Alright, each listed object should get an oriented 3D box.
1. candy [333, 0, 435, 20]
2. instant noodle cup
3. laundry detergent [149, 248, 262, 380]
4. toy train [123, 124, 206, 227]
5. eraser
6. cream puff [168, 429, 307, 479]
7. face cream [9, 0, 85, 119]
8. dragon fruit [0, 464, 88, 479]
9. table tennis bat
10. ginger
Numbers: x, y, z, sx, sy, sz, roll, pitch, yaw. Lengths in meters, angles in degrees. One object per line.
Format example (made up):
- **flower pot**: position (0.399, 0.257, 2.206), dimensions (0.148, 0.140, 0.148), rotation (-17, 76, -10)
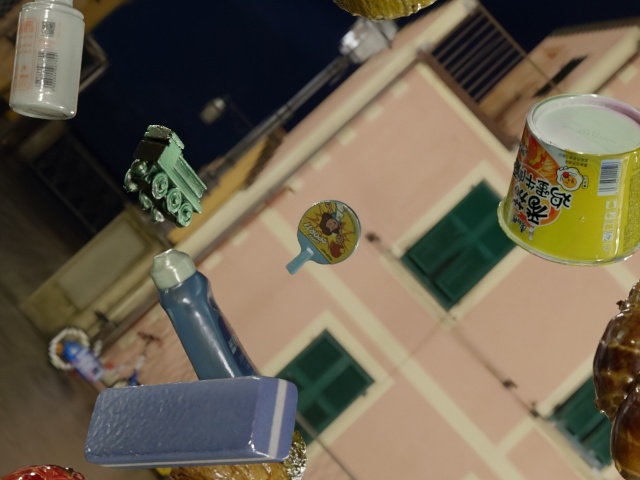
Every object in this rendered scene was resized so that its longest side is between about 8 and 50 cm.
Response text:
- **candy**: position (0.123, -0.494, 1.881), dimensions (0.260, 0.260, 0.118), rotation (42, -15, 40)
- **instant noodle cup**: position (0.430, -0.111, 1.805), dimensions (0.264, 0.264, 0.200), rotation (42, -36, 43)
- **laundry detergent**: position (-0.186, 0.140, 1.762), dimensions (0.143, 0.094, 0.290), rotation (-77, 145, -72)
- **toy train**: position (-0.238, -0.092, 1.709), dimensions (0.071, 0.111, 0.170), rotation (15, -23, 29)
- **eraser**: position (-0.131, 0.181, 1.077), dimensions (0.225, 0.082, 0.036), rotation (-9, -32, 27)
- **cream puff**: position (-0.100, 0.317, 1.545), dimensions (0.183, 0.169, 0.183), rotation (30, -30, 19)
- **face cream**: position (-0.410, -0.315, 1.654), dimensions (0.101, 0.252, 0.101), rotation (4, -6, 0)
- **dragon fruit**: position (-0.518, 0.560, 1.965), dimensions (0.277, 0.277, 0.342), rotation (48, 33, -8)
- **table tennis bat**: position (0.000, 0.000, 1.732), dimensions (0.100, 0.155, 0.019), rotation (48, 27, 2)
- **ginger**: position (0.588, 0.236, 1.896), dimensions (0.152, 0.274, 0.357), rotation (13, 45, -15)
